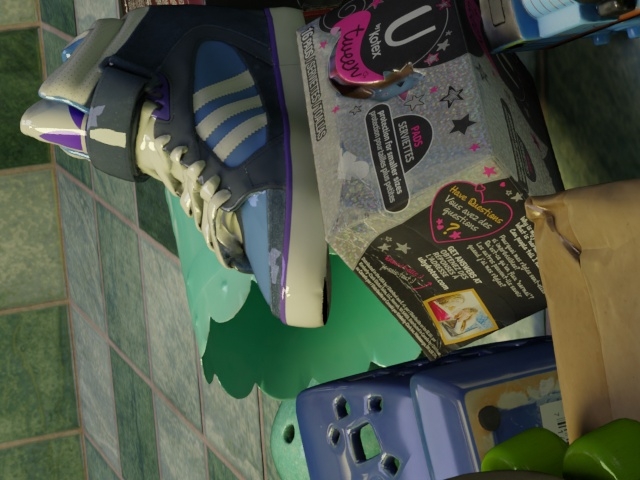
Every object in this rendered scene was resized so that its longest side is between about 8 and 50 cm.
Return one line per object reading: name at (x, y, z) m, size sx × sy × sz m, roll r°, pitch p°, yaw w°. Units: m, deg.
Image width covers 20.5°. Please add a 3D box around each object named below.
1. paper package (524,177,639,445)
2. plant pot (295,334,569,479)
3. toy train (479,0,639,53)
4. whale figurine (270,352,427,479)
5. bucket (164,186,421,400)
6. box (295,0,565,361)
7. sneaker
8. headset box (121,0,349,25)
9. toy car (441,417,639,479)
paper package at (0.286, 0.105, 0.786) m, size 0.168 × 0.325 × 0.309 m, roll 176°, pitch 86°, yaw -69°
plant pot at (0.143, 0.190, 1.345) m, size 0.212 × 0.236 × 0.236 m, roll -27°, pitch 74°, yaw 61°
toy train at (0.187, -0.176, 1.228) m, size 0.184 × 0.105 × 0.080 m, roll 171°, pitch 89°, yaw -70°
whale figurine at (0.021, 0.140, 1.734) m, size 0.216 × 0.141 × 0.272 m, roll -16°, pitch 74°, yaw 52°
bucket at (0.000, 0.000, 1.576) m, size 0.281 × 0.281 × 0.183 m, roll 113°, pitch 144°, yaw -55°
box at (0.088, -0.068, 1.321) m, size 0.163 × 0.142 × 0.247 m, roll 49°, pitch -158°, yaw -38°
sneaker at (-0.116, -0.058, 1.394) m, size 0.130 × 0.236 × 0.322 m, roll 89°, pitch 176°, yaw -51°
headset box at (-0.046, -0.242, 1.649) m, size 0.293 × 0.218 × 0.110 m, roll 162°, pitch 97°, yaw -70°
toy car at (0.083, 0.189, 0.713) m, size 0.188 × 0.155 × 0.149 m, roll 66°, pitch 158°, yaw 0°
